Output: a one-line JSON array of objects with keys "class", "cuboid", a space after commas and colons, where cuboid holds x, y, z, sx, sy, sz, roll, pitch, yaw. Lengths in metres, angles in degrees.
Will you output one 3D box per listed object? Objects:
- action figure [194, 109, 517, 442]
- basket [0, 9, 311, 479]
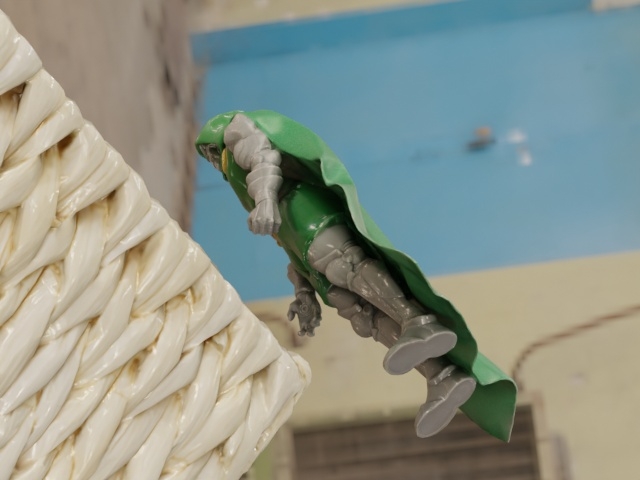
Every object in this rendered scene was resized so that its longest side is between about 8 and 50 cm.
[{"class": "action figure", "cuboid": [0.000, 0.000, 0.938, 0.232, 0.063, 0.137, 48, -13, 46]}, {"class": "basket", "cuboid": [-0.243, 0.052, 0.664, 0.331, 0.328, 0.266, -51, 132, -14]}]
